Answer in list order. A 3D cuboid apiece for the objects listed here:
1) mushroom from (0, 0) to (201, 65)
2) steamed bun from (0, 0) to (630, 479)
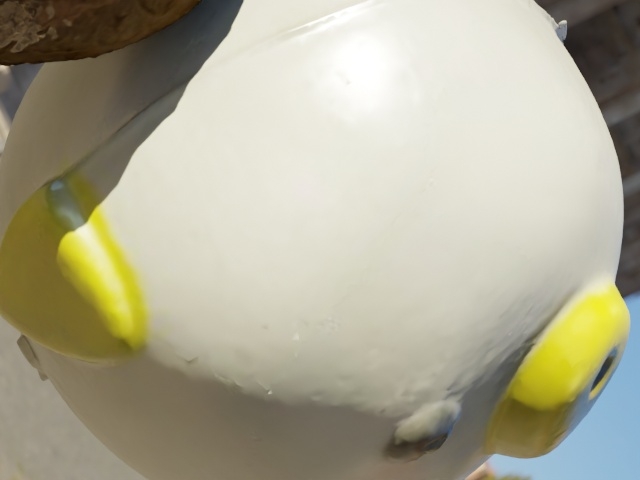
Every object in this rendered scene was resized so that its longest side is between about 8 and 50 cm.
[{"bbox_3d":[-0.124,-0.194,0.691,0.153,0.253,0.253,0,-62,58],"label":"mushroom"},{"bbox_3d":[-0.003,-0.005,0.896,0.334,0.334,0.374,62,-3,22],"label":"steamed bun"}]
